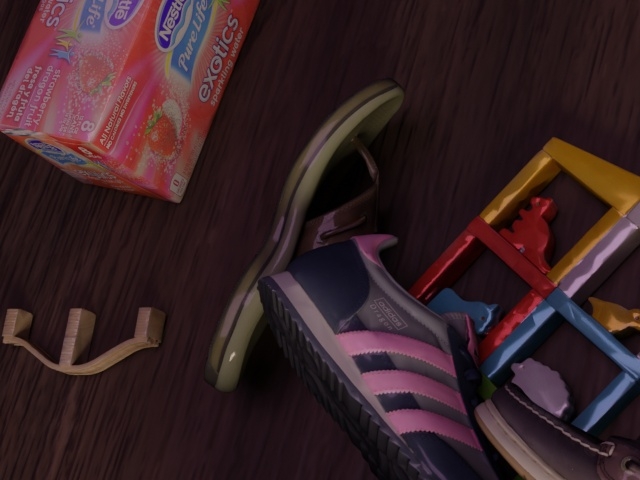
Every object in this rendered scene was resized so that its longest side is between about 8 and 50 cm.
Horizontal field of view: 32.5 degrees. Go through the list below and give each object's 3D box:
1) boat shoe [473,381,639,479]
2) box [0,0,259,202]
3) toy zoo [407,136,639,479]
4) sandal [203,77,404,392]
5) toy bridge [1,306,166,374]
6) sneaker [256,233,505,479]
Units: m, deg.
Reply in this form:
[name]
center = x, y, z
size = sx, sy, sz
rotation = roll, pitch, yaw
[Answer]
[boat shoe]
center = 0.217, 0.165, 0.666
size = 0.092, 0.103, 0.285
rotation = -53, 48, 0
[box]
center = -0.178, -0.209, 1.089
size = 0.142, 0.154, 0.300
rotation = 12, 75, 32
[toy zoo]
center = 0.182, 0.048, 0.859
size = 0.293, 0.030, 0.192
rotation = -47, 56, 4
[sandal]
center = 0.000, 0.001, 0.945
size = 0.086, 0.120, 0.303
rotation = 27, 86, 8
[toy bridge]
center = -0.237, 0.098, 1.069
size = 0.188, 0.026, 0.063
rotation = -3, 70, 28
[sneaker]
center = 0.087, 0.119, 0.806
size = 0.131, 0.112, 0.319
rotation = -29, 66, -19
